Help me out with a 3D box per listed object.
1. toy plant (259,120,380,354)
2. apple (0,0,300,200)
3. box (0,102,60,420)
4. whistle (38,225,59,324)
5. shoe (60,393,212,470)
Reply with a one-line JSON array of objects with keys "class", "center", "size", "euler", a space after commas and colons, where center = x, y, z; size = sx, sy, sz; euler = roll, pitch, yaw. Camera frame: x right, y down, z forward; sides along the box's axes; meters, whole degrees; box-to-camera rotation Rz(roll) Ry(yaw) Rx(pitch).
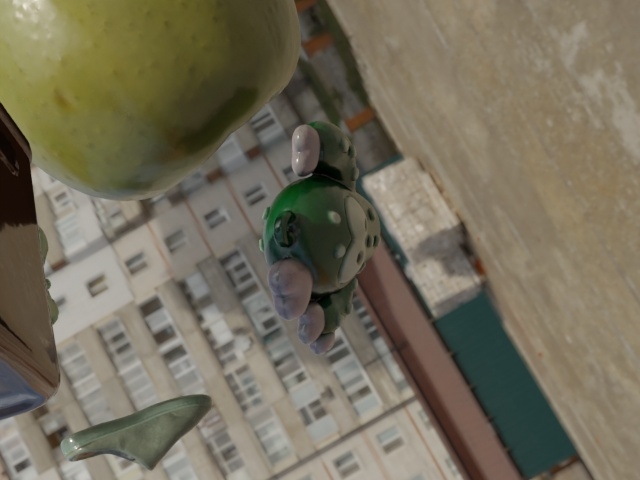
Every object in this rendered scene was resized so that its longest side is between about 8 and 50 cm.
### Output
[{"class": "toy plant", "center": [0.000, -0.005, 1.139], "size": [0.243, 0.112, 0.233], "euler": [56, -138, -59]}, {"class": "apple", "center": [-0.219, -0.251, 1.136], "size": [0.360, 0.311, 0.320], "euler": [48, -154, -9]}, {"class": "box", "center": [-0.383, 0.034, 0.741], "size": [0.239, 0.339, 0.229], "euler": [81, 172, -68]}, {"class": "whistle", "center": [-0.352, 0.029, 1.124], "size": [0.258, 0.126, 0.067], "euler": [80, -159, -59]}, {"class": "shoe", "center": [-0.225, 0.253, 1.279], "size": [0.079, 0.195, 0.078], "euler": [133, 122, -66]}]
